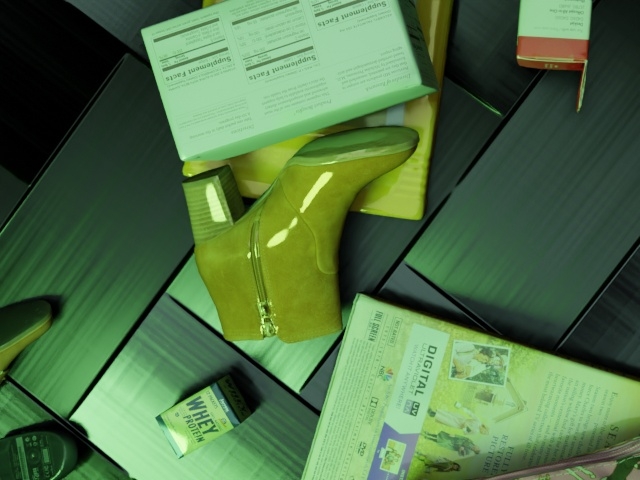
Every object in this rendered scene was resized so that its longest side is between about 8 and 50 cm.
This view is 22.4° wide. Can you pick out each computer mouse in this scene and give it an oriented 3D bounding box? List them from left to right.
[{"bbox_3d":[-0.395,0.271,1.929,0.242,0.041,0.071,-11,82,16],"label":"computer mouse"}]

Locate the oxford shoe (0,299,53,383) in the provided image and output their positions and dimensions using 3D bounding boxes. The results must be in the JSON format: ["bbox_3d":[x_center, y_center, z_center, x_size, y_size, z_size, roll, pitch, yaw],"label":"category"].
[{"bbox_3d":[-0.396,0.147,1.913,0.212,0.076,0.076,-35,122,3],"label":"oxford shoe"}]

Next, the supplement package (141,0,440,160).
[{"bbox_3d":[-0.024,-0.189,1.711,0.261,0.204,0.145,-16,90,10],"label":"supplement package"}]

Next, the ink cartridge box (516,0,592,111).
[{"bbox_3d":[0.255,-0.258,1.745,0.078,0.134,0.231,5,93,8],"label":"ink cartridge box"}]

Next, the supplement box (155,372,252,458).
[{"bbox_3d":[-0.133,0.201,1.854,0.083,0.083,0.056,-31,89,8],"label":"supplement box"}]

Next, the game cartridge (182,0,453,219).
[{"bbox_3d":[-0.001,-0.200,1.832,0.285,0.052,0.324,7,93,9],"label":"game cartridge"}]

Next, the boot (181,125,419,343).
[{"bbox_3d":[-0.001,0.000,1.786,0.295,0.104,0.211,-13,105,22],"label":"boot"}]

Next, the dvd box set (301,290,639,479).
[{"bbox_3d":[0.199,0.261,1.815,0.420,0.062,0.308,16,95,8],"label":"dvd box set"}]

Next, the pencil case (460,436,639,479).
[{"bbox_3d":[0.242,0.309,1.702,0.386,0.167,0.160,-13,53,10],"label":"pencil case"}]

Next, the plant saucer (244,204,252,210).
[{"bbox_3d":[-0.083,0.019,1.870,0.119,0.021,0.119,0,93,9],"label":"plant saucer"}]
